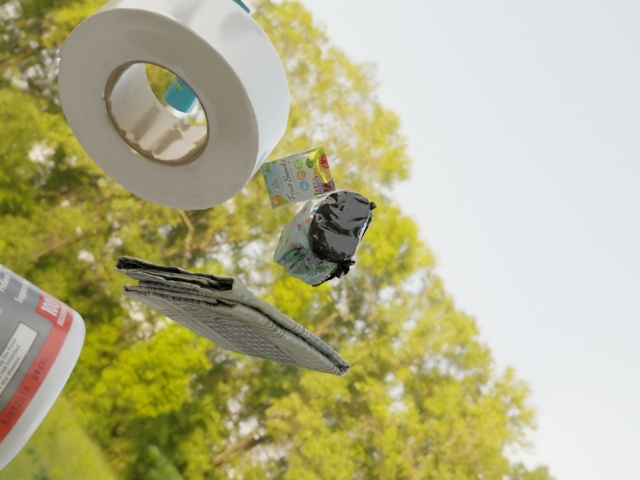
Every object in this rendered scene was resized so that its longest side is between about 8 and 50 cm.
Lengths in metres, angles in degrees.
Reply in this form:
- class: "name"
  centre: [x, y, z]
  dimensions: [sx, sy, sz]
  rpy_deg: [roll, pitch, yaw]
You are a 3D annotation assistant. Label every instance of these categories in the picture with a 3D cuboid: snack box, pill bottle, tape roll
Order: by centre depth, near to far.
- class: "pill bottle"
  centre: [-0.450, 0.076, 1.044]
  dimensions: [0.363, 0.210, 0.210]
  rpy_deg: [36, -6, -19]
- class: "tape roll"
  centre: [-0.187, -0.182, 1.266]
  dimensions: [0.286, 0.100, 0.286]
  rpy_deg: [14, -49, 17]
- class: "snack box"
  centre: [-0.048, -0.132, 2.120]
  dimensions: [0.037, 0.141, 0.100]
  rpy_deg: [132, -59, -86]

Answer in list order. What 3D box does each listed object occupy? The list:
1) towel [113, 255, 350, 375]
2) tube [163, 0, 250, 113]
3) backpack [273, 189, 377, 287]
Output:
- class: "towel"
  centre: [-0.152, 0.132, 1.630]
  dimensions: [0.312, 0.056, 0.324]
  rpy_deg: [9, -23, 44]
- class: "tube"
  centre: [-0.179, -0.300, 1.603]
  dimensions: [0.052, 0.207, 0.080]
  rpy_deg: [12, 32, -45]
- class: "backpack"
  centre: [0.000, 0.000, 1.681]
  dimensions: [0.115, 0.152, 0.182]
  rpy_deg: [35, -32, -9]
